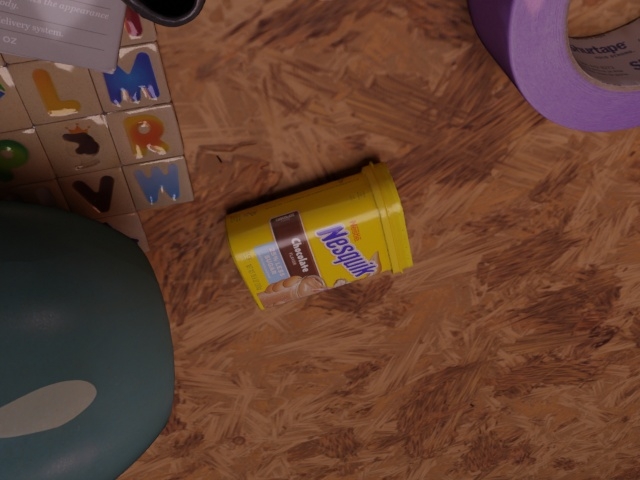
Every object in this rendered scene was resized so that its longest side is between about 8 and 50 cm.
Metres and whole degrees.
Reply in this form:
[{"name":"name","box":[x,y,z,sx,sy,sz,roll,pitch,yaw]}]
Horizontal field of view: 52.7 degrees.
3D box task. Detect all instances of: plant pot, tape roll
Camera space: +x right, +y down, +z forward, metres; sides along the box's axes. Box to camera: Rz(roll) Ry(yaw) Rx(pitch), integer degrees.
[{"name":"plant pot","box":[-0.260,0.099,0.522,0.235,0.293,0.293,-7,139,-34]},{"name":"tape roll","box":[0.261,-0.222,0.509,0.275,0.090,0.274,-10,138,-9]}]

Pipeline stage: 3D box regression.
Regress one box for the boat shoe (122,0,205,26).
[{"name":"boat shoe","box":[-0.114,-0.189,0.268,0.080,0.076,0.228,-23,133,5]}]

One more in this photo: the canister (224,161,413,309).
[{"name":"canister","box":[0.000,0.000,0.668,0.170,0.073,0.126,-18,138,2]}]

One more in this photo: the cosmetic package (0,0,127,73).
[{"name":"cosmetic package","box":[-0.152,-0.226,0.344,0.127,0.107,0.237,6,132,-21]}]

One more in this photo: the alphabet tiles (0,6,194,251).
[{"name":"alphabet tiles","box":[-0.263,-0.090,0.527,0.285,0.011,0.342,-11,138,-7]}]
